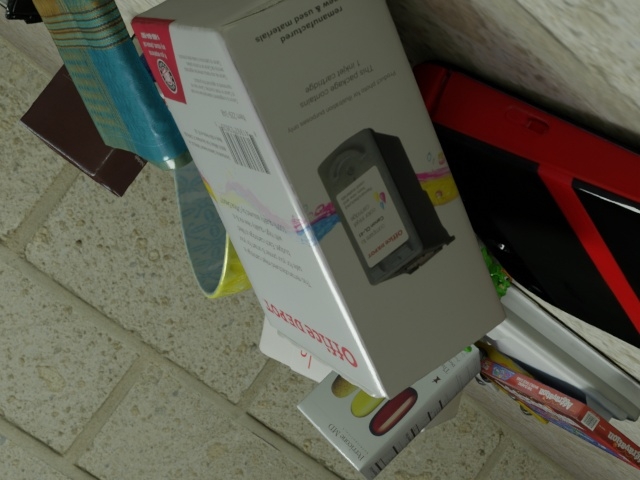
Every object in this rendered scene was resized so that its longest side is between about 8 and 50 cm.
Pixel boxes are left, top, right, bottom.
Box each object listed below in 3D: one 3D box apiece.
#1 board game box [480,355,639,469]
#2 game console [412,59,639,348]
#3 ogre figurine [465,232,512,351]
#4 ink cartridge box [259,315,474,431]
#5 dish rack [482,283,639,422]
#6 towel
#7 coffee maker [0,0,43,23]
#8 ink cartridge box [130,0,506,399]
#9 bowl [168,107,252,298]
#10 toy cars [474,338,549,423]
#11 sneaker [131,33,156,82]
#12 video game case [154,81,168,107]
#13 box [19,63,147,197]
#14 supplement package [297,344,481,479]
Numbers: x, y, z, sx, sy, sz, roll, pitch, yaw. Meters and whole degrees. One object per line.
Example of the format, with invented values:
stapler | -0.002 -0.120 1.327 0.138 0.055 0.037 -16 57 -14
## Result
board game box | 0.347 0.247 1.636 0.145 0.027 0.281 39 174 -20
game console | 0.248 0.010 0.914 0.342 0.060 0.386 27 170 38
ogre figurine | 0.172 0.060 1.387 0.097 0.118 0.197 25 170 42
ink cartridge box | 0.077 0.155 1.917 0.353 0.207 0.119 22 -160 31
dish rack | 0.302 0.153 1.624 0.333 0.072 0.285 36 174 -9
towel | -0.250 -0.250 1.116 0.271 0.040 0.370 25 142 62
coffee maker | -0.412 -0.361 1.435 0.178 0.120 0.171 36 175 7
ink cartridge box | -0.006 -0.058 0.885 0.226 0.131 0.306 25 144 61
bowl | -0.053 -0.093 1.135 0.156 0.289 0.289 -7 -172 -16
toy cars | 0.300 0.204 1.994 0.176 0.087 0.393 43 176 -16
sneaker | -0.223 -0.191 1.649 0.147 0.130 0.330 38 174 2
video game case | -0.118 -0.134 1.497 0.285 0.025 0.204 28 163 -37
box | -0.362 -0.213 1.907 0.167 0.203 0.168 36 174 10
supplement package | 0.106 0.218 1.669 0.139 0.244 0.134 43 172 20
